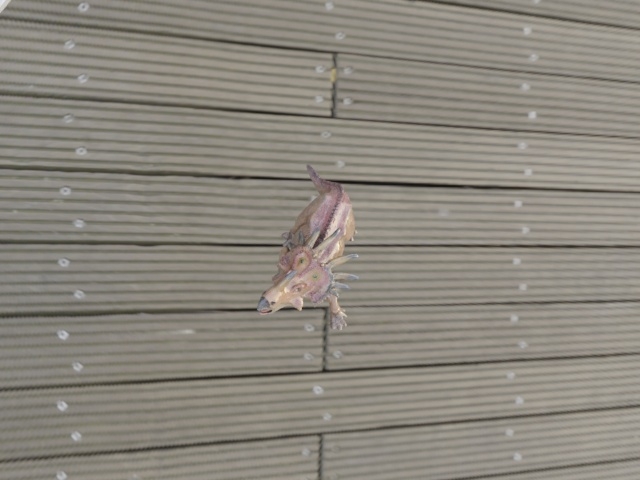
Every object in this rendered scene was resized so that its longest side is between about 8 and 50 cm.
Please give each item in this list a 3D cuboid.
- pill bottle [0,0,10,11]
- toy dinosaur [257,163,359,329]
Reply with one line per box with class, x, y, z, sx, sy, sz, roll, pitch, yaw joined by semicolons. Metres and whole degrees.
pill bottle;-0.436;-0.335;1.143;0.152;0.086;0.086;39;76;-18
toy dinosaur;0.000;0.000;1.393;0.127;0.200;0.295;12;64;1
